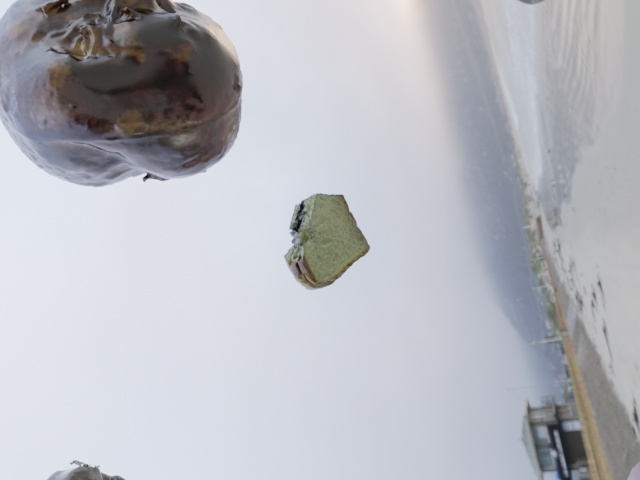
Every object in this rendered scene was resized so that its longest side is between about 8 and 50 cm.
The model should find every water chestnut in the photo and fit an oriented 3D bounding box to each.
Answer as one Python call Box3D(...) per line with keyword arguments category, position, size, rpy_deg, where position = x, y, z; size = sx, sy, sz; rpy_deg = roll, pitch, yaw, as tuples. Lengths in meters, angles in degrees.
Box3D(category="water chestnut", position=(-0.264, -0.242, 0.720), size=(0.335, 0.336, 0.346), rpy_deg=(-76, 5, -50))

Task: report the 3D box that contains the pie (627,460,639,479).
Box3D(category="pie", position=(0.278, 0.181, 0.344), size=(0.154, 0.155, 0.036), rpy_deg=(42, -114, -54))

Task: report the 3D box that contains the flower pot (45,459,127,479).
Box3D(category="flower pot", position=(-0.231, 0.307, 0.491), size=(0.235, 0.140, 0.235), rpy_deg=(41, 172, 7))

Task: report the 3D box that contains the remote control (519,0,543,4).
Box3D(category="remote control", position=(0.091, -0.224, 0.276), size=(0.399, 0.062, 0.144), rpy_deg=(-18, -58, -51))

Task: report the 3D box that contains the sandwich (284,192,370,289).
Box3D(category="sandwich", position=(0.000, 0.000, 0.572), size=(0.105, 0.036, 0.093), rpy_deg=(-43, -75, -41))
